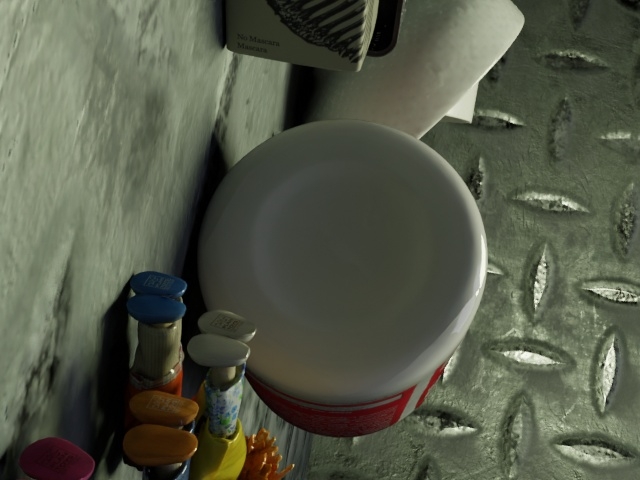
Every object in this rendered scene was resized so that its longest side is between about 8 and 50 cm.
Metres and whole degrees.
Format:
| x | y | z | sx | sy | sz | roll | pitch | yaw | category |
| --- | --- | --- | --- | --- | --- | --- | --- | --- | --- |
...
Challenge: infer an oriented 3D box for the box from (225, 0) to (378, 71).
| x | y | z | sx | sy | sz | roll | pitch | yaw | category |
| --- | --- | --- | --- | --- | --- | --- | --- | --- | --- |
| -0.005 | -0.259 | 0.584 | 0.275 | 0.113 | 0.094 | 93 | 10 | -45 | box |

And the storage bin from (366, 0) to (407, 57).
| x | y | z | sx | sy | sz | roll | pitch | yaw | category |
| --- | --- | --- | --- | --- | --- | --- | --- | --- | --- |
| 0.031 | -0.286 | 0.847 | 0.084 | 0.122 | 0.180 | -73 | 171 | -54 | storage bin |

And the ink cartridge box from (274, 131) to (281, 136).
| x | y | z | sx | sy | sz | roll | pitch | yaw | category |
| --- | --- | --- | --- | --- | --- | --- | --- | --- | --- |
| -0.006 | -0.062 | 0.974 | 0.181 | 0.104 | 0.061 | 92 | 9 | -60 | ink cartridge box |

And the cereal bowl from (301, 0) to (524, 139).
| x | y | z | sx | sy | sz | roll | pitch | yaw | category |
| --- | --- | --- | --- | --- | --- | --- | --- | --- | --- |
| 0.094 | -0.227 | 1.121 | 0.339 | 0.141 | 0.339 | -42 | -169 | 10 | cereal bowl |

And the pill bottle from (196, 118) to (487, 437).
| x | y | z | sx | sy | sz | roll | pitch | yaw | category |
| --- | --- | --- | --- | --- | --- | --- | --- | --- | --- |
| 0.021 | 0.069 | 0.837 | 0.407 | 0.229 | 0.229 | 86 | 15 | -71 | pill bottle |

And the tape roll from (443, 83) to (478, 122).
| x | y | z | sx | sy | sz | roll | pitch | yaw | category |
| --- | --- | --- | --- | --- | --- | --- | --- | --- | --- |
| 0.143 | -0.296 | 1.413 | 0.246 | 0.246 | 0.169 | -41 | 140 | -82 | tape roll |

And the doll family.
| x | y | z | sx | sy | sz | roll | pitch | yaw | category |
| --- | --- | --- | --- | --- | --- | --- | --- | --- | --- |
| -0.081 | 0.146 | 0.470 | 0.263 | 0.118 | 0.163 | -71 | 170 | -62 | doll family |
